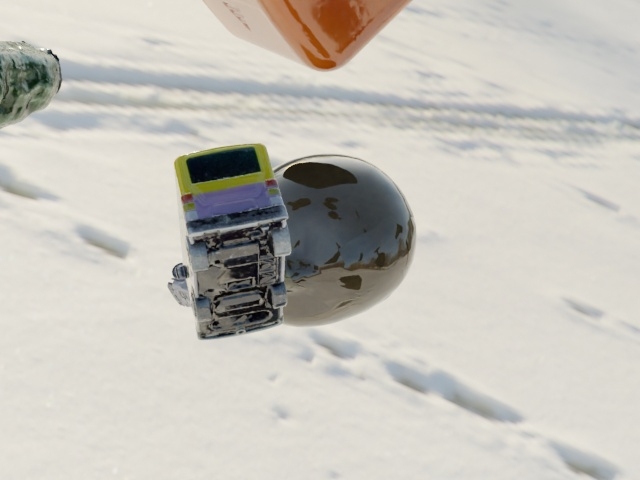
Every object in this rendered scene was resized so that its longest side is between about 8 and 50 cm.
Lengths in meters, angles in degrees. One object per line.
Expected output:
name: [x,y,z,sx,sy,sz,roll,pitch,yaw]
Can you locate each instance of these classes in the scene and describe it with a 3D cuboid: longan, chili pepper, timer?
longan: [0.000,0.000,1.214,0.189,0.189,0.189,18,21,-7]
chili pepper: [-0.336,-0.134,1.129,0.136,0.099,0.270,-10,7,7]
timer: [-0.056,-0.307,1.201,0.250,0.161,0.257,46,-6,-33]

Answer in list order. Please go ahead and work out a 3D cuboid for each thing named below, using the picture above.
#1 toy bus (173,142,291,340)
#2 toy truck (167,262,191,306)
toy bus: [-0.045,0.002,0.615,0.052,0.102,0.058,-10,58,-9]
toy truck: [-0.068,0.015,0.899,0.044,0.039,0.083,22,63,28]
